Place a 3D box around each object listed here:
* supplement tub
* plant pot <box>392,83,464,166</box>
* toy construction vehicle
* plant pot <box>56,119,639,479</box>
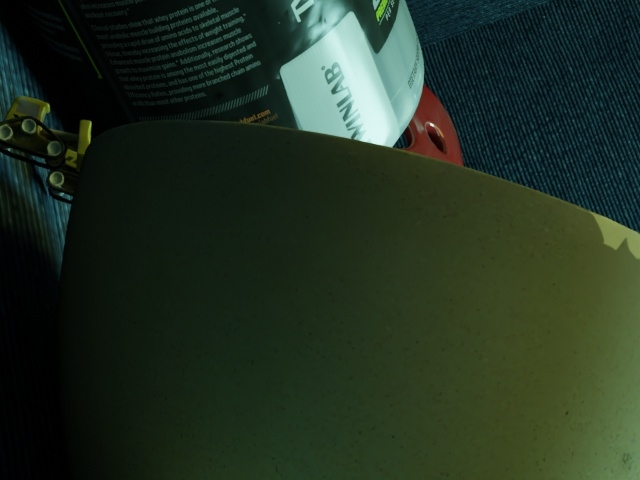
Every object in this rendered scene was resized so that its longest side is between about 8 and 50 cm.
[{"bbox_3d":[-0.075,-0.173,0.826,0.194,0.193,0.316,-103,171,-46],"label":"supplement tub"},{"bbox_3d":[0.000,0.000,0.985,0.174,0.191,0.191,-91,161,-55],"label":"plant pot"},{"bbox_3d":[-0.096,-0.037,0.729,0.086,0.098,0.035,118,-11,-77],"label":"toy construction vehicle"},{"bbox_3d":[0.013,0.095,0.643,0.284,0.284,0.191,54,50,-69],"label":"plant pot"}]
